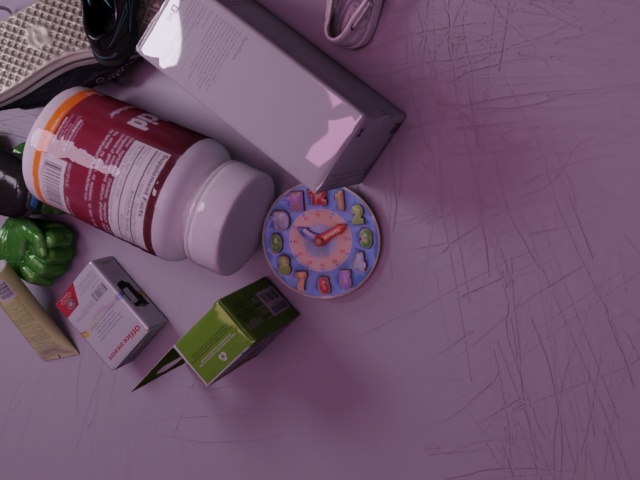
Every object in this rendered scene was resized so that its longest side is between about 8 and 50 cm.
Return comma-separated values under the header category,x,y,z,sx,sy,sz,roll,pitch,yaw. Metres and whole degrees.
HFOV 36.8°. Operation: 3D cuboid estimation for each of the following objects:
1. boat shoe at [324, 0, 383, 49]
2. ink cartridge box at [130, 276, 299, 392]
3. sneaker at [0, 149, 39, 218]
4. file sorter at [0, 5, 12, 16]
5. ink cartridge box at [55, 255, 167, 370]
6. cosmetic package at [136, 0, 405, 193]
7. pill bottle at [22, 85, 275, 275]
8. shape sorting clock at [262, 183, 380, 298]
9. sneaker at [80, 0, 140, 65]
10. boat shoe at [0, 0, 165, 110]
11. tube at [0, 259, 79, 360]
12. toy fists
category,x,y,z,sx,sy,sz,roll,pitch,yaw
boat shoe,0.068,-0.442,1.529,0.098,0.096,0.277,18,104,20
ink cartridge box,-0.183,0.194,1.682,0.097,0.189,0.255,48,114,8
sneaker,-0.664,-0.129,1.780,0.341,0.140,0.125,24,105,25
file sorter,-0.758,-0.438,1.826,0.278,0.193,0.173,35,106,14
ink cartridge box,-0.395,0.138,1.823,0.175,0.072,0.127,47,112,10
cosmetic package,-0.074,-0.253,1.556,0.385,0.217,0.156,41,110,14
pill bottle,-0.292,-0.100,1.662,0.392,0.224,0.224,24,106,17
shape sorting clock,0.000,0.000,1.642,0.206,0.040,0.206,2,98,12
sneaker,-0.336,-0.426,1.578,0.101,0.106,0.267,2,86,9
boat shoe,-0.410,-0.366,1.716,0.500,0.156,0.186,-23,83,9
tube,-0.569,0.144,1.870,0.070,0.062,0.240,24,148,55
toy fists,-0.536,-0.049,1.843,0.142,0.096,0.279,17,103,19
